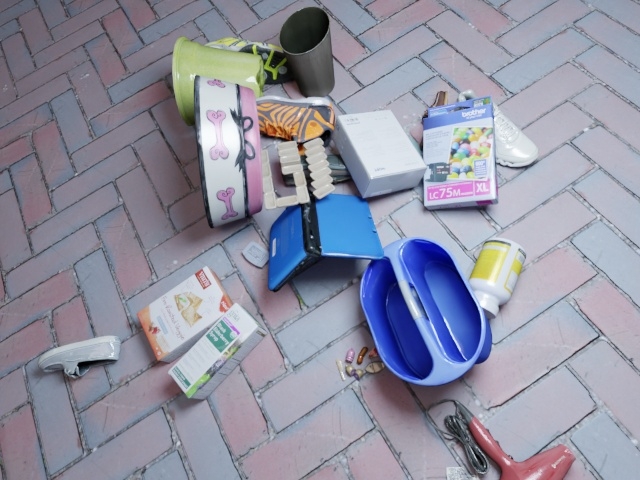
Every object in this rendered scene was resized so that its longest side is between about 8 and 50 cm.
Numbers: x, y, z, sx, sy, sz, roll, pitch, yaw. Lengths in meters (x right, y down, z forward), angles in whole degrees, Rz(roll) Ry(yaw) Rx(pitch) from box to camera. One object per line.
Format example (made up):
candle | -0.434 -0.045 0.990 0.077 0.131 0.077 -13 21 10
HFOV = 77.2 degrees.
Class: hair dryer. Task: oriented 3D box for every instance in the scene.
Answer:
hair dryer | 0.377 0.457 0.841 0.294 0.080 0.223 0 66 10

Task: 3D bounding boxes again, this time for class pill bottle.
pill bottle | 0.423 0.092 0.981 0.103 0.103 0.184 24 73 19

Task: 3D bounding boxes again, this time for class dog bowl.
dog bowl | -0.249 -0.241 1.112 0.150 0.408 0.408 -5 64 -11

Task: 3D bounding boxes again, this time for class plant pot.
plant pot | -0.317 -0.519 1.324 0.254 0.276 0.276 1 66 -1

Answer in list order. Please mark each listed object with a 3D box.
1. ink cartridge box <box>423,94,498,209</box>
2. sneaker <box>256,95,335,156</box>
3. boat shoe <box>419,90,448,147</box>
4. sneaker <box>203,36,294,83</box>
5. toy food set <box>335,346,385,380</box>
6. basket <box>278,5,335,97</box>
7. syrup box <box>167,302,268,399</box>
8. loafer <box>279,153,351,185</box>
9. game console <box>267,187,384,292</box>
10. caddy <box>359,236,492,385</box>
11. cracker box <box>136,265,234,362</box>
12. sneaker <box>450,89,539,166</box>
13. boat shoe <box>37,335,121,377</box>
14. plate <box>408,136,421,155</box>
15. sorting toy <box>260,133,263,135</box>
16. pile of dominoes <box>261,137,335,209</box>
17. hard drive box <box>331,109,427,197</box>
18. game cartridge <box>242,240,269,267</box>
ink cartridge box | 0.378 -0.246 1.095 0.186 0.065 0.311 -4 77 30
sneaker | -0.113 -0.352 1.264 0.321 0.124 0.180 -5 65 6
boat shoe | 0.345 -0.370 1.219 0.073 0.073 0.207 9 68 12
sneaker | -0.251 -0.662 1.426 0.385 0.145 0.147 11 56 8
toy food set | 0.102 0.299 0.995 0.122 0.019 0.078 -22 64 1
basket | -0.030 -0.588 1.301 0.154 0.227 0.204 9 69 14
syrup box | -0.257 0.283 1.027 0.093 0.096 0.237 39 79 23
loafer | 0.011 -0.210 1.219 0.268 0.084 0.096 2 36 8
game console | 0.000 0.000 1.064 0.250 0.173 0.293 -46 27 25
caddy | 0.228 0.156 0.902 0.241 0.179 0.341 -31 52 18
cracker box | -0.363 0.201 1.099 0.232 0.067 0.155 -35 65 -7
sneaker | 0.494 -0.321 1.147 0.110 0.118 0.292 -40 67 -10
boat shoe | -0.658 0.328 1.091 0.228 0.079 0.081 -17 60 -1
plate | 0.213 -0.257 1.220 0.188 0.024 0.188 -4 65 9
sorting toy | -0.237 -0.373 1.362 0.062 0.012 0.083 -28 64 -5
pile of dominoes | -0.069 -0.185 1.128 0.196 0.040 0.251 -10 54 -4
hard drive box | 0.161 -0.250 1.132 0.181 0.089 0.232 -13 62 -19
game cartridge | -0.186 0.042 1.166 0.083 0.017 0.056 36 73 22
